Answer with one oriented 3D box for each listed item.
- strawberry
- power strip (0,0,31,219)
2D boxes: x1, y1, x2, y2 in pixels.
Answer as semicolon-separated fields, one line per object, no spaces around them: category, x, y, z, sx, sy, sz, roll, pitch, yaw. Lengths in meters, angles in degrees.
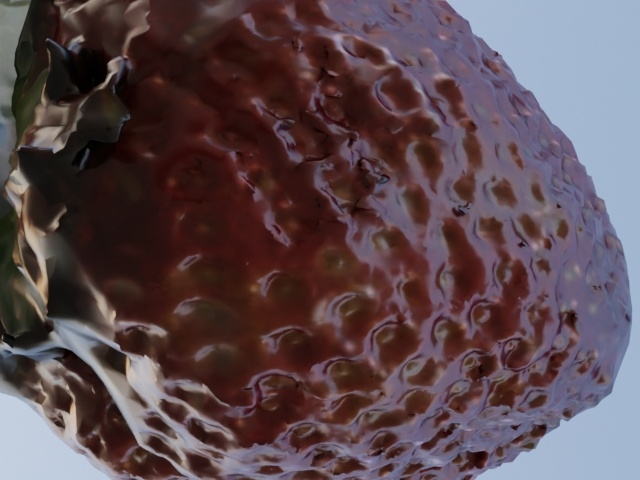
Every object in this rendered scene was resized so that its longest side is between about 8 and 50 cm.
strawberry;0.000;0.000;0.679;0.288;0.250;0.238;12;-109;-8
power strip;-0.198;-0.074;0.805;0.092;0.257;0.251;-19;-96;49
